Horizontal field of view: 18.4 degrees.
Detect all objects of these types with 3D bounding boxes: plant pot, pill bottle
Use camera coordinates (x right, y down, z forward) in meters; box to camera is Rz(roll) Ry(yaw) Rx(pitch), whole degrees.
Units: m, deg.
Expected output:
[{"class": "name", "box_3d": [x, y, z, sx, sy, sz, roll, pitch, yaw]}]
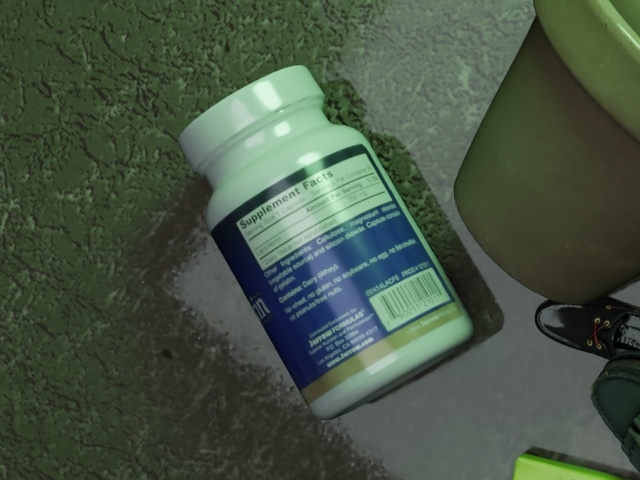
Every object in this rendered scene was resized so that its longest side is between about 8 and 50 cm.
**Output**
[{"class": "plant pot", "box_3d": [0.225, -0.079, 1.523, 0.263, 0.263, 0.229, 46, 119, 10]}, {"class": "pill bottle", "box_3d": [0.000, 0.000, 1.609, 0.153, 0.153, 0.264, -31, 82, 12]}]

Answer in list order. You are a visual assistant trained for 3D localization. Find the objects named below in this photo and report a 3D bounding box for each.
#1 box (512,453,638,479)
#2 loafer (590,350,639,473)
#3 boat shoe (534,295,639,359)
[{"class": "box", "box_3d": [0.237, 0.246, 1.606, 0.178, 0.042, 0.109, 13, 94, 14]}, {"class": "loafer", "box_3d": [0.313, 0.184, 1.521, 0.267, 0.084, 0.096, 37, 131, 20]}, {"class": "boat shoe", "box_3d": [0.238, 0.073, 1.607, 0.133, 0.042, 0.049, 13, 96, 15]}]
